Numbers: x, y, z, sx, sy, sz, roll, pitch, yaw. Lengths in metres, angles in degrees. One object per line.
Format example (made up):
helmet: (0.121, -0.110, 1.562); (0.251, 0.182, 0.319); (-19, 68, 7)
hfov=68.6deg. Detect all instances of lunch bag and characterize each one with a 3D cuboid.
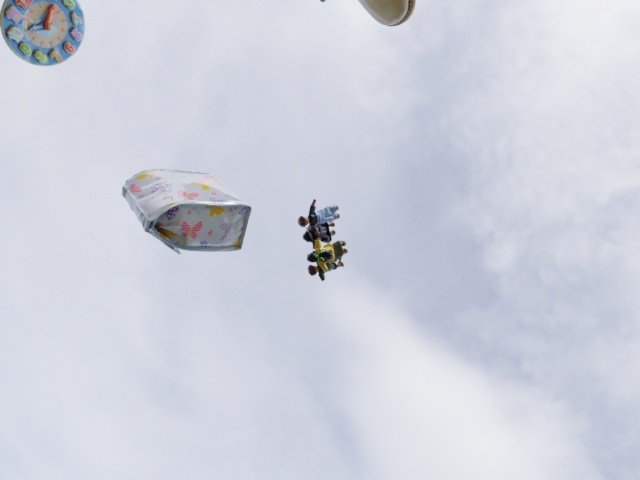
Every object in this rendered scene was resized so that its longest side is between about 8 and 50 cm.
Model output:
lunch bag: (-0.110, -0.024, 0.376); (0.071, 0.083, 0.053); (39, -63, 42)

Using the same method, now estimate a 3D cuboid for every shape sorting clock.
shape sorting clock: (-0.674, -0.528, 1.151); (0.040, 0.206, 0.206); (35, -68, 24)

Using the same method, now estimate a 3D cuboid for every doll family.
doll family: (0.000, 0.000, 1.092); (0.076, 0.111, 0.193); (-9, -84, 59)

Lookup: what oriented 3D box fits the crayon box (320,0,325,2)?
crayon box: (-0.032, -0.447, 0.587); (0.165, 0.081, 0.278); (-45, -117, 10)

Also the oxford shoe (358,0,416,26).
oxford shoe: (0.031, -0.538, 0.805); (0.140, 0.146, 0.397); (-12, -56, 46)
